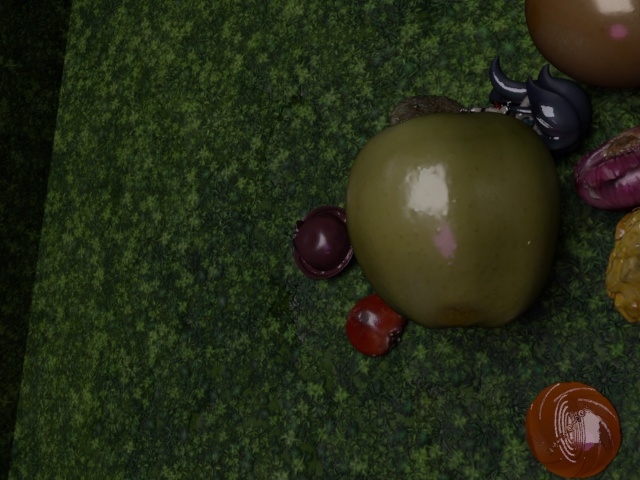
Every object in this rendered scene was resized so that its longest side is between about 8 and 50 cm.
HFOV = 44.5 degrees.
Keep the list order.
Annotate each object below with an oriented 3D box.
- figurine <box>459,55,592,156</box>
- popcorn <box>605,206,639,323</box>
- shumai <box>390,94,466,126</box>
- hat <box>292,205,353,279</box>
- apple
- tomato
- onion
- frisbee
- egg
[{"bbox_3d":[0.451,-0.280,1.692,0.265,0.175,0.197,36,95,28],"label":"figurine"},{"bbox_3d":[0.650,0.047,1.445,0.250,0.190,0.250,10,111,29],"label":"popcorn"},{"bbox_3d":[0.247,-0.258,1.846,0.161,0.209,0.153,48,139,19],"label":"shumai"},{"bbox_3d":[0.000,0.000,1.979,0.205,0.089,0.205,-10,72,34],"label":"hat"},{"bbox_3d":[0.266,-0.042,1.598,0.473,0.473,0.473,-10,73,33],"label":"apple"},{"bbox_3d":[0.120,0.196,1.845,0.139,0.091,0.159,38,103,37],"label":"tomato"},{"bbox_3d":[0.618,-0.124,1.538,0.230,0.230,0.163,-21,104,29],"label":"onion"},{"bbox_3d":[0.500,0.379,1.568,0.192,0.035,0.192,-9,73,34],"label":"frisbee"},{"bbox_3d":[0.583,-0.457,1.559,0.301,0.301,0.374,-48,52,16],"label":"egg"}]
